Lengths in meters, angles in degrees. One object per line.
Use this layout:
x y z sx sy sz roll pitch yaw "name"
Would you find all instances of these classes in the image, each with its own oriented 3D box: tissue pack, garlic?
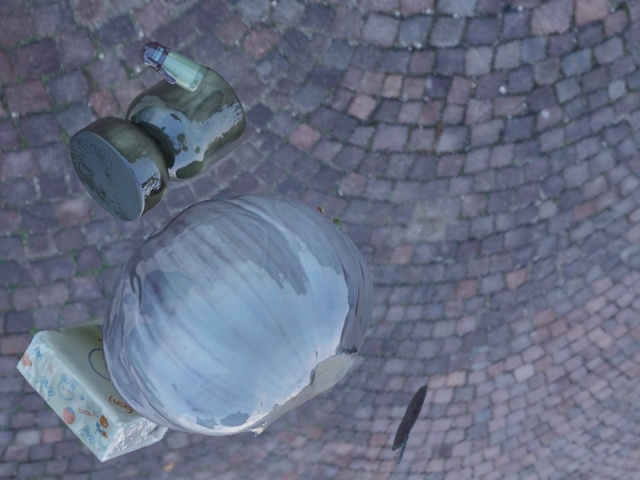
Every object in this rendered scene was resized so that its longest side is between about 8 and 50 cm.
-0.315 0.209 1.343 0.092 0.196 0.148 -57 159 18 "tissue pack"
-0.094 0.073 1.018 0.317 0.259 0.317 -36 157 -18 "garlic"

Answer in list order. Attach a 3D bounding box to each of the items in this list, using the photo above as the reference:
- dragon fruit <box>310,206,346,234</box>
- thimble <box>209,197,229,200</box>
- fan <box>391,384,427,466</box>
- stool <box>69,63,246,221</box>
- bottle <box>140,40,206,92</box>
0.001 -0.002 1.550 0.081 0.086 0.116 -11 100 -36 "dragon fruit"
-0.178 0.034 1.713 0.219 0.150 0.219 3 119 6 "thimble"
0.098 0.215 1.063 0.005 0.133 0.085 28 117 0 "fan"
-0.279 -0.175 1.639 0.264 0.179 0.179 -41 144 -35 "stool"
-0.226 -0.267 1.420 0.101 0.063 0.047 28 99 -14 "bottle"
